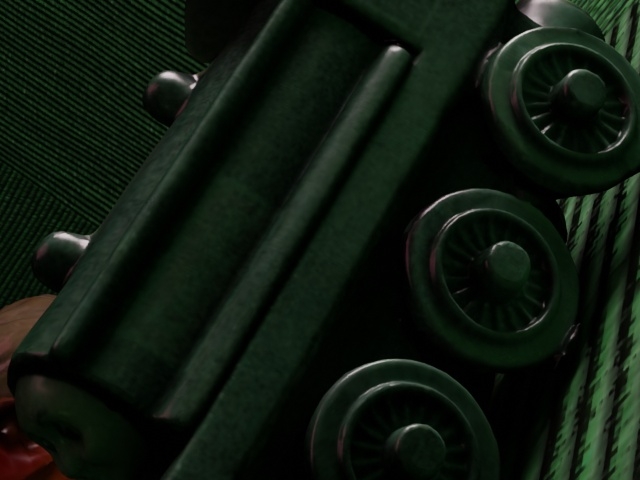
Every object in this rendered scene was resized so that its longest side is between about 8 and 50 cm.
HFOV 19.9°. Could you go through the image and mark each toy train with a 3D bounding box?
[{"bbox_3d":[0.000,0.000,0.387,0.170,0.111,0.071,-60,2,-29],"label":"toy train"}]

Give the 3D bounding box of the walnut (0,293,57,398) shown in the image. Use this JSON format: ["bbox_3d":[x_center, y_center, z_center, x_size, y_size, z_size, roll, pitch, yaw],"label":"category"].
[{"bbox_3d":[-0.191,0.108,1.269,0.140,0.140,0.162,-65,-1,-55],"label":"walnut"}]

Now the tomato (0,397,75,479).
[{"bbox_3d":[-0.171,0.174,0.588,0.309,0.170,0.309,-22,-5,-2],"label":"tomato"}]
